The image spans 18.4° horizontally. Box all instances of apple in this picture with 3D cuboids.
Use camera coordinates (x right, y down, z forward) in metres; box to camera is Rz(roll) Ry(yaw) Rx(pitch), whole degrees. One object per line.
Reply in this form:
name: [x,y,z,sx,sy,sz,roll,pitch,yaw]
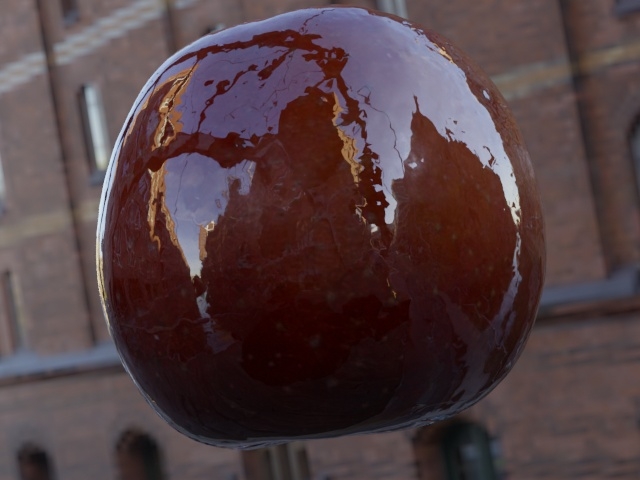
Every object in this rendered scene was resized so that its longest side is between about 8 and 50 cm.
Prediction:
apple: [0.000,0.000,0.953,0.218,0.201,0.218,-10,-13,-2]
